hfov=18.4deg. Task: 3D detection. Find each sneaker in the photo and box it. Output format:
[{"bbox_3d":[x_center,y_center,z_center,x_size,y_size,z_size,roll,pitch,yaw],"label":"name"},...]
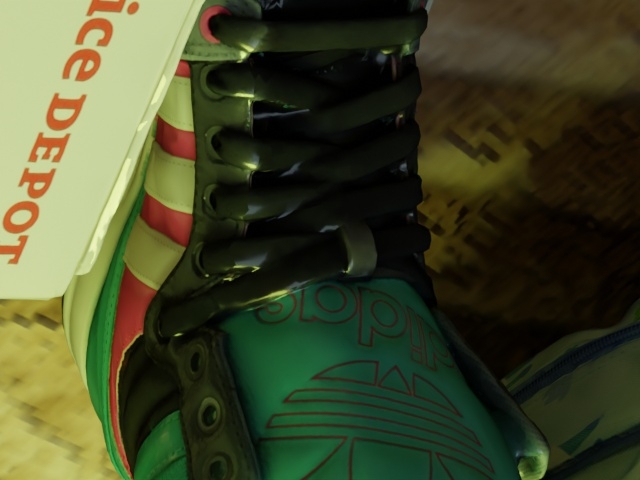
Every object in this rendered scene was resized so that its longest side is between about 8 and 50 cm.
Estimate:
[{"bbox_3d":[0.000,0.000,0.565,0.124,0.178,0.295,-8,137,-24],"label":"sneaker"}]

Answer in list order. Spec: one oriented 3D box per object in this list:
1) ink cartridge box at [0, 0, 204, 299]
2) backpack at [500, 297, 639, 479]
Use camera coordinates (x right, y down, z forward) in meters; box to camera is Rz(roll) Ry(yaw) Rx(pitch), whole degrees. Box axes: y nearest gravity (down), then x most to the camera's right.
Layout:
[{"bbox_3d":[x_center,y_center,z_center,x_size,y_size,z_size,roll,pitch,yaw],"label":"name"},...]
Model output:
[{"bbox_3d":[-0.146,-0.070,0.466,0.219,0.092,0.160,2,133,-33],"label":"ink cartridge box"},{"bbox_3d":[0.135,0.161,0.681,0.355,0.290,0.273,-44,178,26],"label":"backpack"}]
